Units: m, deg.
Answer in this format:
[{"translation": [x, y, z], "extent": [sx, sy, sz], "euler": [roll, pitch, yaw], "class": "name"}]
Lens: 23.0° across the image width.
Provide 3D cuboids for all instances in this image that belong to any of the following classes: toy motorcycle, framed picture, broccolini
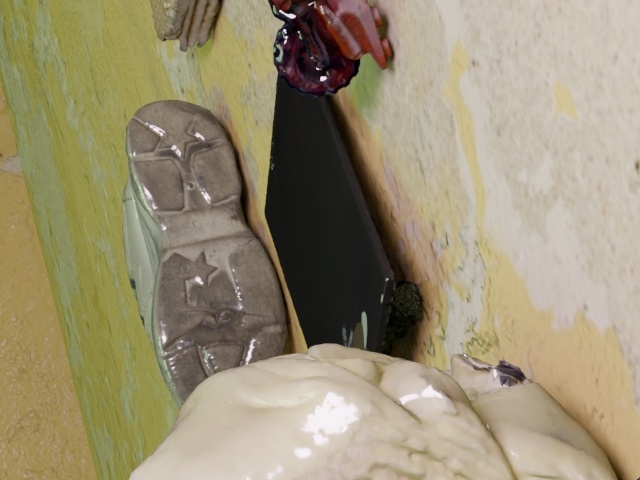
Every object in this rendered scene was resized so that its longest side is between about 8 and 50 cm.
[{"translation": [0.001, -0.210, 1.122], "extent": [0.084, 0.118, 0.212], "euler": [-107, -1, -69], "class": "toy motorcycle"}, {"translation": [0.000, 0.000, 1.312], "extent": [0.244, 0.013, 0.324], "euler": [97, 160, -45], "class": "framed picture"}, {"translation": [0.050, 0.074, 1.243], "extent": [0.140, 0.035, 0.030], "euler": [110, 147, -59], "class": "broccolini"}]

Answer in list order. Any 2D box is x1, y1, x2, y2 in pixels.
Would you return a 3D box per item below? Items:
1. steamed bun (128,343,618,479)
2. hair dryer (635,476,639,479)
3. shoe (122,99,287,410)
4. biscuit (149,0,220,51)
[{"translation": [0.035, 0.184, 0.981], "extent": [0.320, 0.275, 0.206], "euler": [42, 180, -20], "class": "steamed bun"}, {"translation": [0.210, 0.221, 0.874], "extent": [0.100, 0.057, 0.197], "euler": [-123, 20, -47], "class": "hair dryer"}, {"translation": [-0.126, 0.048, 1.599], "extent": [0.210, 0.132, 0.342], "euler": [114, 144, -66], "class": "shoe"}, {"translation": [-0.125, -0.286, 1.478], "extent": [0.239, 0.062, 0.108], "euler": [114, 140, -60], "class": "biscuit"}]
